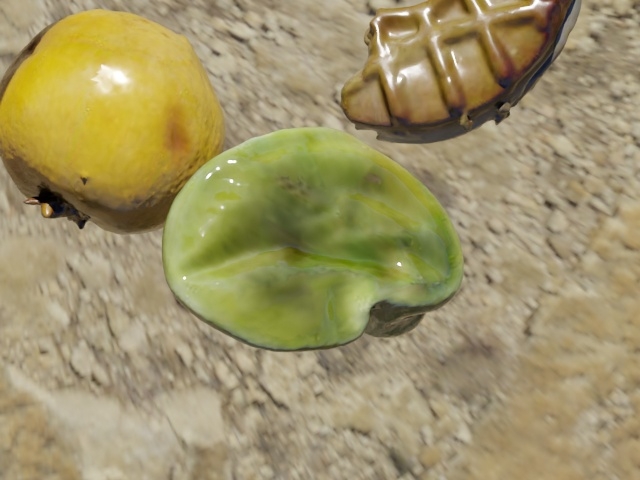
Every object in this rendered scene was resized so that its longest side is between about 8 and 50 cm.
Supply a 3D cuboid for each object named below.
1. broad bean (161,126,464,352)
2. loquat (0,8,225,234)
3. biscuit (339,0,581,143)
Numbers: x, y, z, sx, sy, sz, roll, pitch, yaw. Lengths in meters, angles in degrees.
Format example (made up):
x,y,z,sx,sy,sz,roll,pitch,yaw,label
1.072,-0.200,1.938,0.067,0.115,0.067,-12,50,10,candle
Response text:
x,y,z,sx,sy,sz,roll,pitch,yaw,label
-0.002,0.001,1.130,0.206,0.072,0.153,10,66,-33,broad bean
-0.188,-0.103,1.554,0.208,0.208,0.208,-3,103,-11,loquat
0.123,-0.282,1.693,0.268,0.115,0.366,-16,80,10,biscuit
